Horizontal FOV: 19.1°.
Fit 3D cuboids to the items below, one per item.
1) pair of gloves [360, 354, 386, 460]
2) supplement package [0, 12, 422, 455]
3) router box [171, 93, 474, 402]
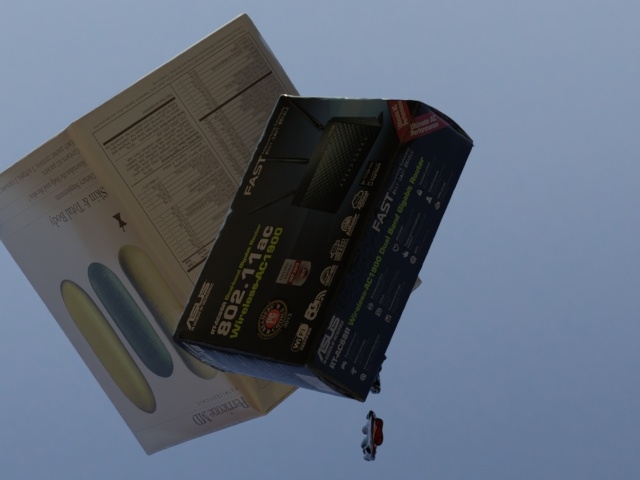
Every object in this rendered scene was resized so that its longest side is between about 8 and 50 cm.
[{"bbox_3d":[0.040,0.120,1.407,0.010,0.074,0.083,3,-107,-6],"label":"pair of gloves"},{"bbox_3d":[-0.101,-0.001,1.537,0.198,0.263,0.199,-38,-172,-36],"label":"supplement package"},{"bbox_3d":[0.000,0.000,0.789,0.092,0.038,0.122,6,-112,51],"label":"router box"}]
